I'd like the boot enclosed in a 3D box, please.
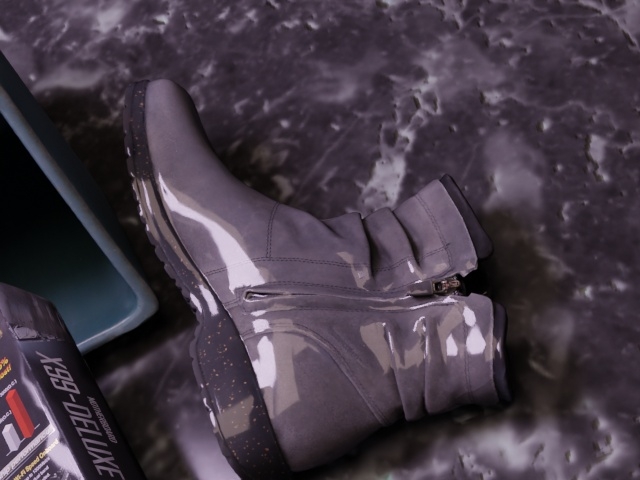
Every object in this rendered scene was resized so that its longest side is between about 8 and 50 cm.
[{"bbox_3d":[0.000,0.000,1.279,0.222,0.118,0.338,-23,68,4],"label":"boot"}]

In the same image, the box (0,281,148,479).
[{"bbox_3d":[-0.259,0.216,1.207,0.307,0.076,0.242,-45,53,14],"label":"box"}]

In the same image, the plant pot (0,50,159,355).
[{"bbox_3d":[-0.302,-0.043,1.333,0.247,0.248,0.252,-28,40,4],"label":"plant pot"}]
